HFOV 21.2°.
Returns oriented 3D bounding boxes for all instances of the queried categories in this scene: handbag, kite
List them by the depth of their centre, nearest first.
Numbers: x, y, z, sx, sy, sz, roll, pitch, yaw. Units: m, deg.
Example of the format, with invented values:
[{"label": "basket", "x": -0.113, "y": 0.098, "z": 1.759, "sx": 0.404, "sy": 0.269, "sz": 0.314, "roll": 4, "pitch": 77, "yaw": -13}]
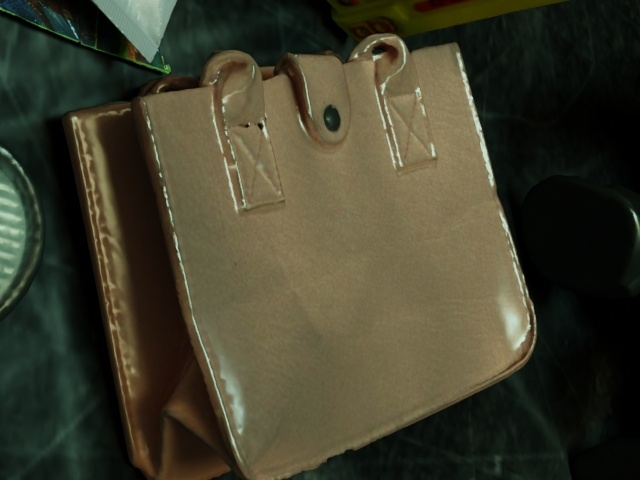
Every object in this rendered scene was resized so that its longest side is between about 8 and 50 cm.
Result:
[{"label": "kite", "x": -0.091, "y": -0.103, "z": 0.621, "sx": 0.122, "sy": 0.004, "sz": 0.090, "roll": 60, "pitch": 41, "yaw": -26}, {"label": "handbag", "x": 0.000, "y": 0.000, "z": 0.675, "sx": 0.212, "sy": 0.059, "sz": 0.157, "roll": -16, "pitch": 96, "yaw": -52}]

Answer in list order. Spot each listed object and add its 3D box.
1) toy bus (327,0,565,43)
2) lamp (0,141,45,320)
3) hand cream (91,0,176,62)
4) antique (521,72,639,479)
[{"label": "toy bus", "x": 0.073, "y": -0.258, "z": 0.755, "sx": 0.151, "sy": 0.145, "sz": 0.331, "roll": 37, "pitch": 55, "yaw": -41}, {"label": "lamp", "x": -0.119, "y": -0.159, "z": 0.556, "sx": 0.130, "sy": 0.108, "sz": 0.371, "roll": -6, "pitch": 98, "yaw": -34}, {"label": "hand cream", "x": -0.064, "y": -0.146, "z": 0.633, "sx": 0.084, "sy": 0.053, "sz": 0.142, "roll": 45, "pitch": 57, "yaw": -39}, {"label": "antique", "x": 0.251, "y": 0.048, "z": 0.906, "sx": 0.255, "sy": 0.185, "sz": 0.322, "roll": -23, "pitch": 102, "yaw": -45}]
